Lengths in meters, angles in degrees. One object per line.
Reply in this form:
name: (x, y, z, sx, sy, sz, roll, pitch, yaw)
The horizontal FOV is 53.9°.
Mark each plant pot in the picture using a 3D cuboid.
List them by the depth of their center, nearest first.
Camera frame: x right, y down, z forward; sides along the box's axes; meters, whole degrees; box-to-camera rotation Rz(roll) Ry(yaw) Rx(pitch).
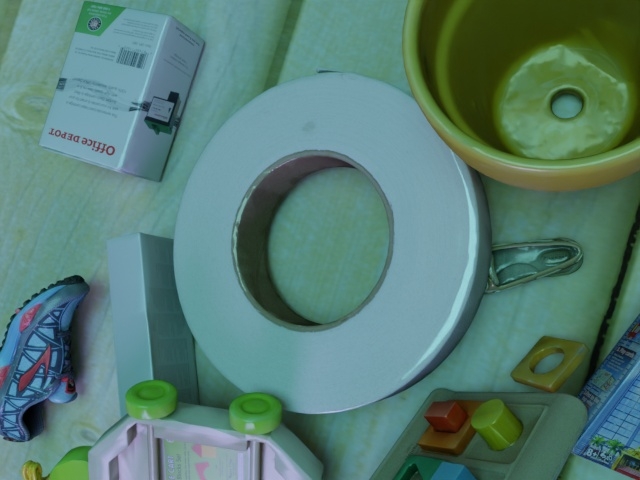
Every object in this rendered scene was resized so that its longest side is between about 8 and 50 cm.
plant pot: (0.229, -0.161, 0.600, 0.254, 0.239, 0.254, -3, 82, 22)

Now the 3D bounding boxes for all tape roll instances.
tape roll: (0.000, 0.000, 0.736, 0.392, 0.072, 0.392, -4, 82, 27)

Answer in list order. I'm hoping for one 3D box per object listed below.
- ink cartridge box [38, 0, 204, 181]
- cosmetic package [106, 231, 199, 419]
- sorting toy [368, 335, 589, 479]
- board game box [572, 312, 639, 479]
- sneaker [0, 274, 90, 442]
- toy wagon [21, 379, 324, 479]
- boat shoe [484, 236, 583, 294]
ink cartridge box: (-0.281, -0.208, 0.890, 0.160, 0.092, 0.219, 18, 90, 23)
cosmetic package: (-0.218, 0.116, 0.821, 0.060, 0.099, 0.239, -12, 78, 23)
sorting toy: (0.128, 0.203, 0.598, 0.347, 0.196, 0.047, -46, 105, -29)
board game box: (0.346, 0.134, 0.578, 0.194, 0.060, 0.194, 22, 93, 1)
sneaker: (-0.383, 0.171, 0.895, 0.125, 0.104, 0.262, 35, 101, 5)
toy wagon: (-0.170, 0.288, 0.727, 0.344, 0.068, 0.267, 6, 108, 8)
boat shoe: (0.206, 0.027, 0.688, 0.153, 0.048, 0.056, -10, 79, 20)
